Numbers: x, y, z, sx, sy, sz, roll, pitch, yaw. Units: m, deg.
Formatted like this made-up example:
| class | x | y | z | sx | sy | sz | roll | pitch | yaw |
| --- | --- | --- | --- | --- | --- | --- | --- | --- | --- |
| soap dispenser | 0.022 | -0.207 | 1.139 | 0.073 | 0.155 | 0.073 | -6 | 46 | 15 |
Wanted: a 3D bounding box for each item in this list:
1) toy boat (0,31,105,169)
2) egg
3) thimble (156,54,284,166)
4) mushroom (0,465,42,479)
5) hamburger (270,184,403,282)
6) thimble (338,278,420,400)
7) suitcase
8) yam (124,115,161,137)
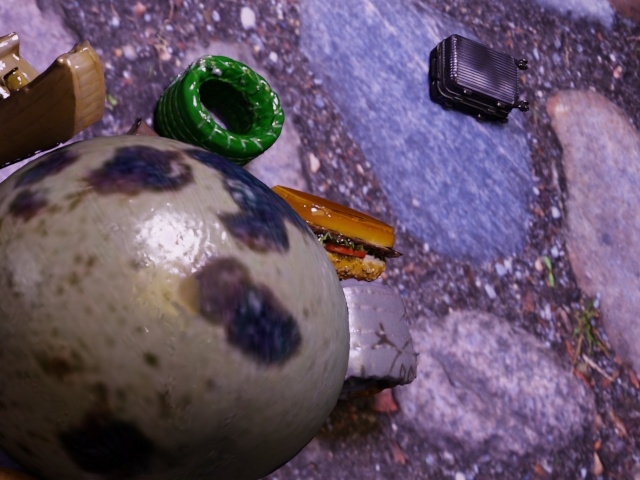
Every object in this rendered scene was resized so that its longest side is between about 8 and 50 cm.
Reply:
| class | x | y | z | sx | sy | sz | roll | pitch | yaw |
| --- | --- | --- | --- | --- | --- | --- | --- | --- | --- |
| toy boat | -0.308 | -0.134 | 1.739 | 0.089 | 0.321 | 0.121 | -34 | 103 | -38 |
| egg | -0.153 | 0.082 | 1.738 | 0.428 | 0.345 | 0.345 | 28 | 54 | -42 |
| thimble | -0.113 | -0.139 | 2.036 | 0.130 | 0.090 | 0.118 | 47 | 51 | -10 |
| mushroom | -0.313 | 0.309 | 1.615 | 0.283 | 0.195 | 0.263 | 52 | 56 | -6 |
| hamburger | 0.000 | 0.000 | 2.045 | 0.166 | 0.137 | 0.087 | 17 | 97 | -32 |
| thimble | 0.024 | 0.108 | 2.000 | 0.151 | 0.127 | 0.118 | 10 | 66 | -48 |
| suitcase | 0.198 | -0.204 | 2.318 | 0.126 | 0.059 | 0.086 | 17 | 59 | -30 |
| yam | -0.175 | -0.060 | 1.963 | 0.127 | 0.084 | 0.084 | 45 | 50 | -15 |
